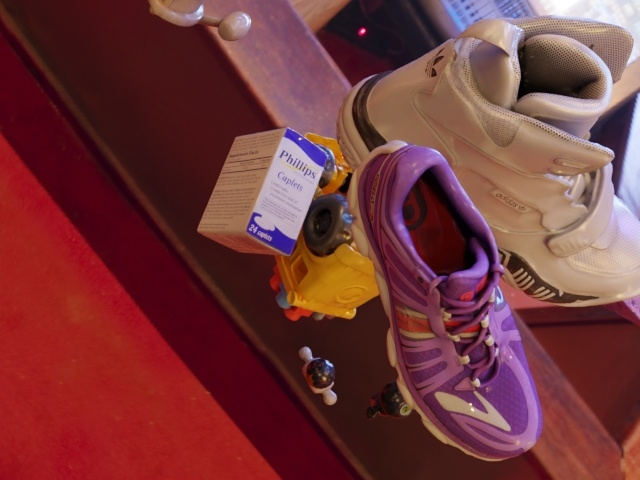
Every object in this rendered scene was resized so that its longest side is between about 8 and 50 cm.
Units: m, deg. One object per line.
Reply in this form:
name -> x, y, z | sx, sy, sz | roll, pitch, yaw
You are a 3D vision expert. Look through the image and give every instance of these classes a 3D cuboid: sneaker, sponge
sneaker -> 0.208, -0.056, 0.631 | 0.365, 0.210, 0.137 | 28, 66, -18
sneaker -> 0.062, 0.034, 0.350 | 0.068, 0.071, 0.170 | -27, 99, -10
sponge -> 0.448, 0.070, 1.190 | 0.117, 0.210, 0.031 | 40, 91, -25

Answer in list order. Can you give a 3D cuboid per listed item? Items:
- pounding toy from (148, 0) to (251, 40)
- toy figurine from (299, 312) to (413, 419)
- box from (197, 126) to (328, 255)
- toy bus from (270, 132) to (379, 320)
pounding toy -> -0.215, -0.344, 0.958 | 0.269, 0.155, 0.154 | 40, 31, -16
toy figurine -> 0.076, 0.182, 1.225 | 0.209, 0.148, 0.213 | 19, 77, -1
box -> -0.071, -0.057, 0.893 | 0.072, 0.126, 0.137 | 28, 75, -33
toy bus -> 0.000, 0.000, 0.986 | 0.149, 0.211, 0.220 | 17, 41, -40
